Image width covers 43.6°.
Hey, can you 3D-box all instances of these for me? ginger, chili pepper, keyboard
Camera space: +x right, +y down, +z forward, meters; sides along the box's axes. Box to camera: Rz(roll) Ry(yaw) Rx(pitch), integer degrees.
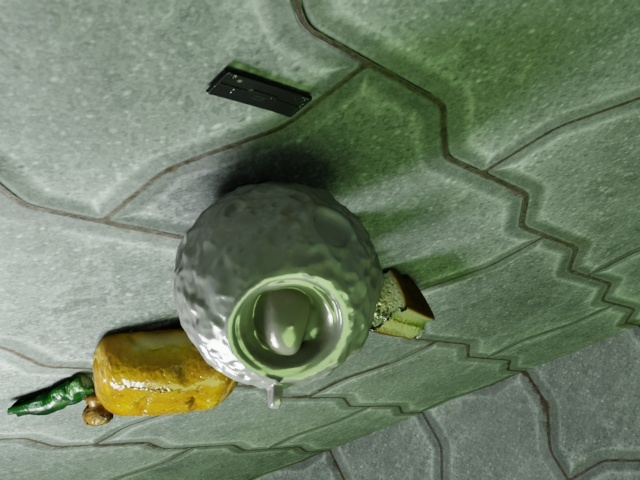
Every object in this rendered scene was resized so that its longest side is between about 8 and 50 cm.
[{"bbox_3d":[-0.551,0.404,1.963,0.073,0.103,0.162,-4,168,-9],"label":"ginger"},{"bbox_3d":[-0.639,0.380,1.894,0.224,0.061,0.098,-25,162,12],"label":"chili pepper"},{"bbox_3d":[-0.081,-0.198,1.084,0.155,0.010,0.053,9,146,-46],"label":"keyboard"}]

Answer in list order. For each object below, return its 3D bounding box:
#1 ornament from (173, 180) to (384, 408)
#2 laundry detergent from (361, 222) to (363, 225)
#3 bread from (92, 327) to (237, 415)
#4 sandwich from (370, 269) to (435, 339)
[{"bbox_3d":[-0.071,0.064,1.289,0.337,0.337,0.337,-15,156,-7],"label":"ornament"},{"bbox_3d":[0.000,0.000,1.523,0.165,0.049,0.097,-2,131,-29],"label":"laundry detergent"},{"bbox_3d":[-0.346,0.319,1.821,0.337,0.148,0.328,0,152,-17],"label":"bread"},{"bbox_3d":[0.179,0.159,1.904,0.122,0.128,0.236,-30,155,17],"label":"sandwich"}]
